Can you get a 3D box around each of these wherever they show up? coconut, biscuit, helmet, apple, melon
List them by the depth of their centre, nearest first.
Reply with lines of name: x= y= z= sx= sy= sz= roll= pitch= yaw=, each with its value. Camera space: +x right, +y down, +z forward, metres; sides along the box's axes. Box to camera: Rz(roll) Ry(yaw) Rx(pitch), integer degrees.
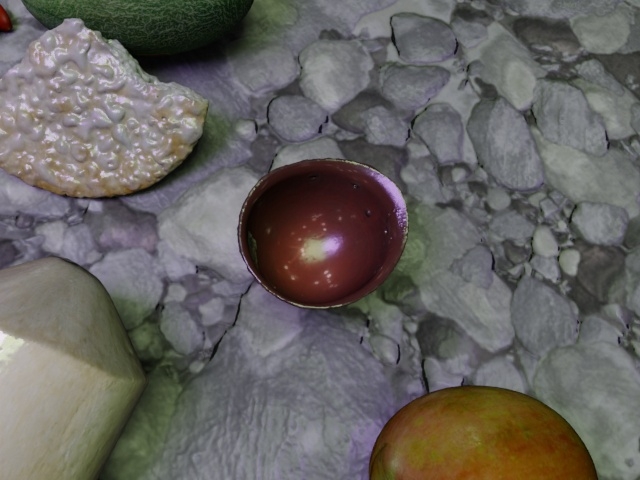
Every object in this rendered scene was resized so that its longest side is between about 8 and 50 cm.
coconut: x=-0.258 y=0.121 z=0.452 sx=0.202 sy=0.202 sz=0.222 roll=23 pitch=75 yaw=3
apple: x=0.138 y=0.221 z=0.456 sx=0.195 sy=0.196 sz=0.196 roll=1 pitch=72 yaw=-4
helmet: x=0.000 y=0.000 z=0.556 sx=0.175 sy=0.106 sz=0.155 roll=-39 pitch=81 yaw=-17
biscuit: x=-0.254 y=-0.140 z=0.578 sx=0.265 sy=0.040 sz=0.188 roll=-1 pitch=106 yaw=-1
melon: x=-0.195 y=-0.304 z=0.600 sx=0.287 sy=0.182 sz=0.182 roll=0 pitch=72 yaw=-2

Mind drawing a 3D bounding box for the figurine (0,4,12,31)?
figurine: x=-0.431 y=-0.274 z=0.632 sx=0.083 sy=0.067 sz=0.071 roll=23 pitch=51 yaw=19
